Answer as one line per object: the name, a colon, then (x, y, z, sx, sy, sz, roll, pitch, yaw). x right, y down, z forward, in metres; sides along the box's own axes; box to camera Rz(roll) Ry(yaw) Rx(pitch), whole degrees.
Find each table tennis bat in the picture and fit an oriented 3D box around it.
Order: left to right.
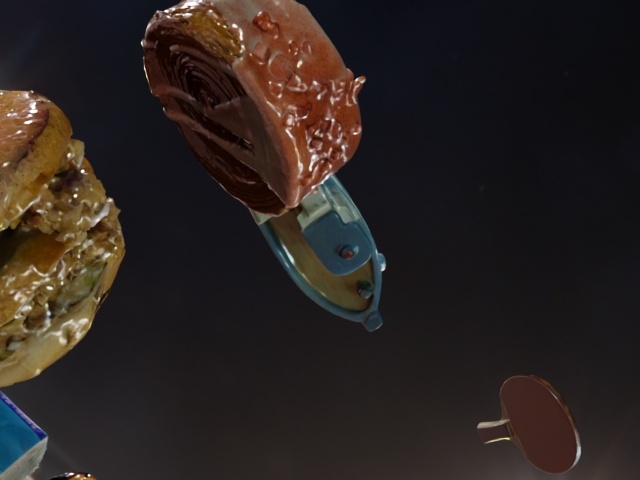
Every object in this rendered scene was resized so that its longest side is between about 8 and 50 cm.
table tennis bat: (0.190, 0.173, 0.894, 0.095, 0.014, 0.158, 65, -24, 7)

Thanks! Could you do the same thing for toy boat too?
toy boat: (0.000, 0.000, 0.884, 0.215, 0.088, 0.102, 57, 4, -26)

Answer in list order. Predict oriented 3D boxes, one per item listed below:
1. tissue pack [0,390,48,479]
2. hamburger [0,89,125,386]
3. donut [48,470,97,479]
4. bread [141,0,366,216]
tissue pack: (-0.464, 0.210, 1.046, 0.269, 0.209, 0.137, 41, -32, 6)
hamburger: (-0.320, -0.005, 0.872, 0.245, 0.260, 0.211, 21, -32, 36)
donut: (-0.288, 0.320, 1.049, 0.140, 0.140, 0.059, 26, -45, 43)
bread: (-0.043, -0.096, 0.637, 0.160, 0.073, 0.160, 39, -29, 27)
